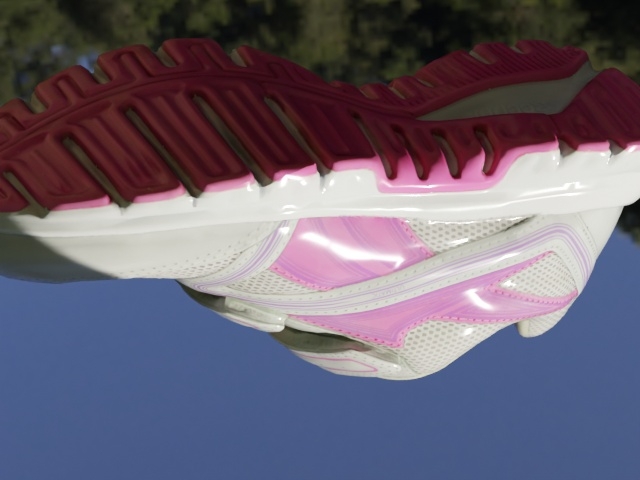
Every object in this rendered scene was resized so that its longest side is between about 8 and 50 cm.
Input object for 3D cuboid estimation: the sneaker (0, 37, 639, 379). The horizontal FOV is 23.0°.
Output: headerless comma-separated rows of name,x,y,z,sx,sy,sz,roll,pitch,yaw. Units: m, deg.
sneaker,0.000,0.000,0.544,0.252,0.111,0.103,-1,-148,-16
